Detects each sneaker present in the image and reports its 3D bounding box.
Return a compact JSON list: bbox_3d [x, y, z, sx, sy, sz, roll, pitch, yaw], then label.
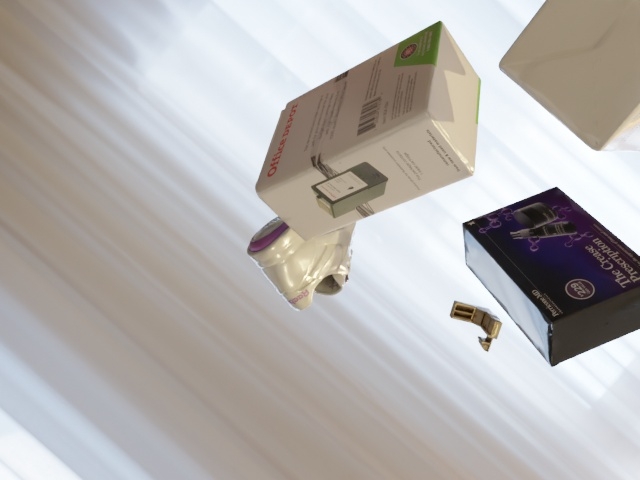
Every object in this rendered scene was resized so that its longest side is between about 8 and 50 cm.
[{"bbox_3d":[0.000,0.000,1.120,0.114,0.152,0.305,-22,-166,39],"label":"sneaker"}]

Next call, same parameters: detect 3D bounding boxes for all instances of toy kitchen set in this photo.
[{"bbox_3d":[0.286,0.164,1.307,0.083,0.075,0.068,-108,-147,-76],"label":"toy kitchen set"}]

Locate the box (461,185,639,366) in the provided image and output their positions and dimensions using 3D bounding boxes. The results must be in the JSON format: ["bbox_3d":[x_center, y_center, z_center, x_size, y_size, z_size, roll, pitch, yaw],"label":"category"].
[{"bbox_3d":[0.362,0.045,1.081,0.184,0.103,0.261,-23,-141,-7],"label":"box"}]

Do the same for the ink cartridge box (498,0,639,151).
[{"bbox_3d":[0.331,-0.194,0.652,0.353,0.119,0.207,-11,142,-53],"label":"ink cartridge box"}]

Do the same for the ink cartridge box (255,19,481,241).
[{"bbox_3d":[0.065,-0.140,0.933,0.272,0.115,0.198,-21,-141,35],"label":"ink cartridge box"}]
